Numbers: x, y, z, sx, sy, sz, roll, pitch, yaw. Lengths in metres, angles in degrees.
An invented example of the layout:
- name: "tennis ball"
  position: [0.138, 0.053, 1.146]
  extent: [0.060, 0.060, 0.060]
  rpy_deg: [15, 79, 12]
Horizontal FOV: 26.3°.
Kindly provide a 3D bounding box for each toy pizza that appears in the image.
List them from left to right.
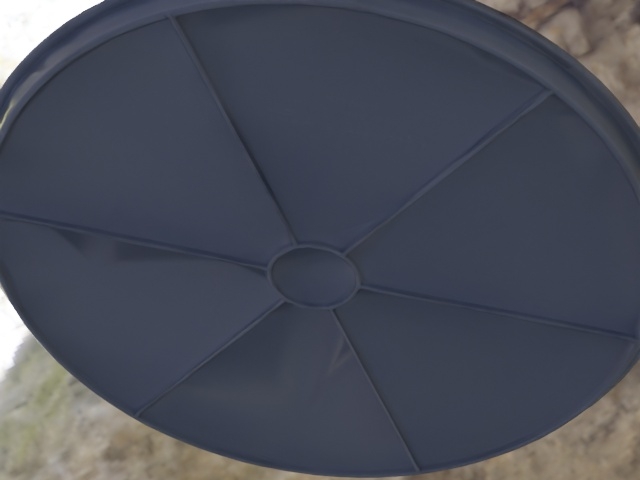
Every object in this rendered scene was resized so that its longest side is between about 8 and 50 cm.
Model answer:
- name: "toy pizza"
  position: [0.000, 0.000, 0.400]
  extent: [0.201, 0.032, 0.201]
  rpy_deg: [5, -45, 5]
